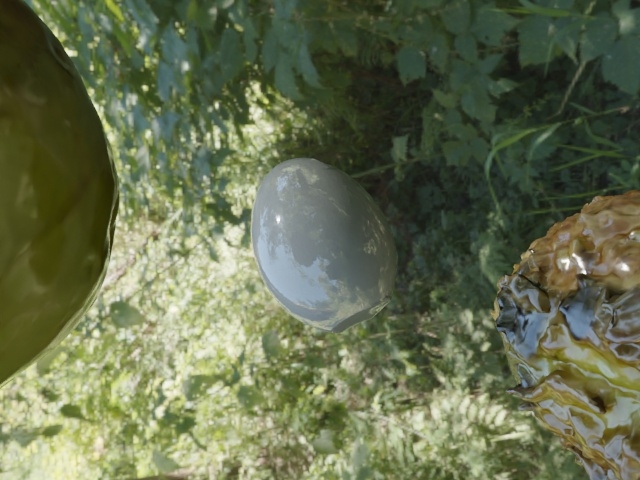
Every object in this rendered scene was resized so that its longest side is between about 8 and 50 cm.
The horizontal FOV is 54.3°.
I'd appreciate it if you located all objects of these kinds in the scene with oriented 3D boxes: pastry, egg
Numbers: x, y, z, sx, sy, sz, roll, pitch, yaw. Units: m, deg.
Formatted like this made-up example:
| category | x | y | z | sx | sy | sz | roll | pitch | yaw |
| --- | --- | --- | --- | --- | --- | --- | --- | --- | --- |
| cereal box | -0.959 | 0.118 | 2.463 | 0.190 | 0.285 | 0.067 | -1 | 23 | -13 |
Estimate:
| category | x | y | z | sx | sy | sz | roll | pitch | yaw |
| --- | --- | --- | --- | --- | --- | --- | --- | --- | --- |
| pastry | 0.372 | 0.097 | 0.539 | 0.337 | 0.405 | 0.292 | 10 | 97 | 62 |
| egg | 0.000 | 0.000 | 0.803 | 0.231 | 0.176 | 0.176 | 67 | 152 | 20 |

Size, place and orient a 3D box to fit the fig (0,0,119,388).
| category | x | y | z | sx | sy | sz | roll | pitch | yaw |
| --- | --- | --- | --- | --- | --- | --- | --- | --- | --- |
| fig | -0.301 | -0.013 | 0.360 | 0.343 | 0.344 | 0.343 | 178 | 90 | -69 |
